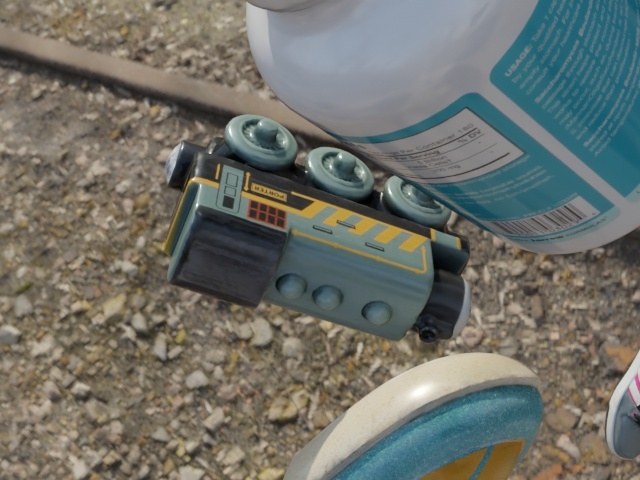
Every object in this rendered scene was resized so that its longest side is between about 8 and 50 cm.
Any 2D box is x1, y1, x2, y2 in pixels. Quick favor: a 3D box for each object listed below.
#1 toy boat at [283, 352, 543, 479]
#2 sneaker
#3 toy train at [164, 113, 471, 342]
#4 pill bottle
[{"bbox_3d":[0.129,0.240,0.858,0.267,0.318,0.148,-39,49,9],"label":"toy boat"},{"bbox_3d":[0.628,0.292,1.590,0.124,0.295,0.178,17,13,-15],"label":"sneaker"},{"bbox_3d":[0.000,0.000,0.892,0.334,0.142,0.190,19,38,-13],"label":"toy train"},{"bbox_3d":[0.067,-0.097,0.420,0.146,0.264,0.146,-18,61,35],"label":"pill bottle"}]
